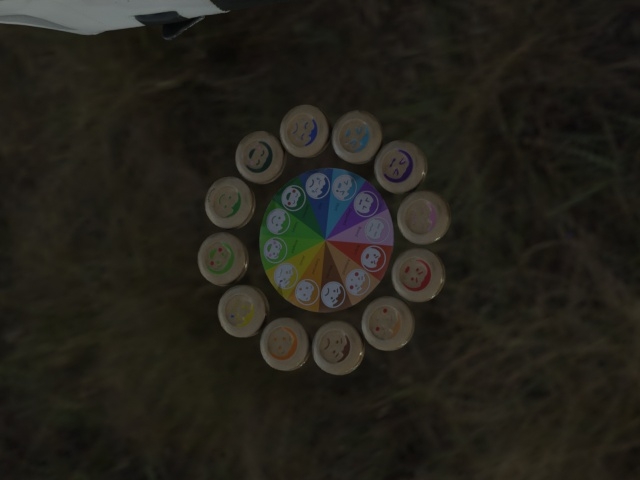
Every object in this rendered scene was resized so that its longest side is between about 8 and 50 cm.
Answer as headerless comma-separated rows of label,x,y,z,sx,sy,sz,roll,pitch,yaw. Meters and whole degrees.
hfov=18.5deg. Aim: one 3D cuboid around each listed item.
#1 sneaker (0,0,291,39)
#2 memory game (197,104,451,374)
sneaker,-0.125,-0.209,1.401,0.331,0.146,0.122,0,78,-2
memory game,0.000,0.000,1.328,0.186,0.012,0.186,-2,84,22
